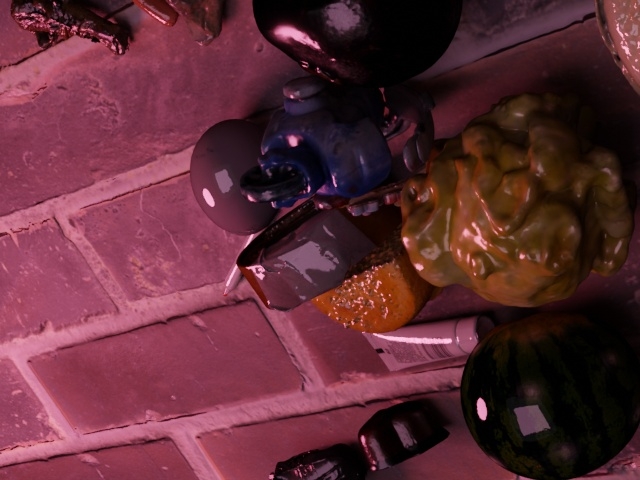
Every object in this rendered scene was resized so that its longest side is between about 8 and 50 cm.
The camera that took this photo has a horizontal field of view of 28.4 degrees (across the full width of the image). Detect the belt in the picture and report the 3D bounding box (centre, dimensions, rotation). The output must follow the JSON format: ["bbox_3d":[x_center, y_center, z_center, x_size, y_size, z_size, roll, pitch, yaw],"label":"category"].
[{"bbox_3d":[0.000,0.000,1.908,0.261,0.184,0.105,-33,105,10],"label":"belt"}]

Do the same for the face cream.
[{"bbox_3d":[0.176,0.164,2.022,0.243,0.058,0.092,-15,119,45],"label":"face cream"}]

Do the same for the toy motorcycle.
[{"bbox_3d":[0.027,-0.153,1.702,0.241,0.319,0.182,-35,107,26],"label":"toy motorcycle"}]

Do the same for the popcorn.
[{"bbox_3d":[0.268,-0.058,1.651,0.312,0.312,0.312,17,129,22],"label":"popcorn"}]

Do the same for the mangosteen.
[{"bbox_3d":[0.061,-0.347,1.613,0.275,0.275,0.302,24,96,16],"label":"mangosteen"}]

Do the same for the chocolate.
[{"bbox_3d":[0.133,0.314,2.133,0.148,0.125,0.080,-24,100,4],"label":"chocolate"}]

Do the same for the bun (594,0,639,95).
[{"bbox_3d":[0.488,-0.288,1.387,0.364,0.202,0.364,23,136,25],"label":"bun"}]

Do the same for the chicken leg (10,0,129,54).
[{"bbox_3d":[-0.397,-0.356,2.003,0.196,0.080,0.125,6,135,21],"label":"chicken leg"}]

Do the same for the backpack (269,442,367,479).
[{"bbox_3d":[0.003,0.431,2.293,0.165,0.106,0.120,-22,112,19],"label":"backpack"}]

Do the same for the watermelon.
[{"bbox_3d":[0.333,0.223,1.831,0.269,0.269,0.269,17,129,22],"label":"watermelon"}]

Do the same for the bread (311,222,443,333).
[{"bbox_3d":[0.097,0.064,1.934,0.229,0.143,0.139,-23,107,44],"label":"bread"}]

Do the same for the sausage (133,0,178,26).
[{"bbox_3d":[-0.253,-0.358,1.929,0.083,0.034,0.034,38,134,2],"label":"sausage"}]

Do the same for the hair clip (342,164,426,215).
[{"bbox_3d":[0.118,-0.072,1.809,0.062,0.214,0.056,-153,41,-76],"label":"hair clip"}]

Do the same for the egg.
[{"bbox_3d":[-0.128,-0.096,1.961,0.146,0.146,0.199,16,138,23],"label":"egg"}]

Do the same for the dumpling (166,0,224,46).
[{"bbox_3d":[-0.181,-0.432,1.798,0.166,0.086,0.332,31,129,6],"label":"dumpling"}]

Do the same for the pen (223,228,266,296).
[{"bbox_3d":[-0.129,0.029,2.136,0.026,0.026,0.218,35,134,6],"label":"pen"}]
